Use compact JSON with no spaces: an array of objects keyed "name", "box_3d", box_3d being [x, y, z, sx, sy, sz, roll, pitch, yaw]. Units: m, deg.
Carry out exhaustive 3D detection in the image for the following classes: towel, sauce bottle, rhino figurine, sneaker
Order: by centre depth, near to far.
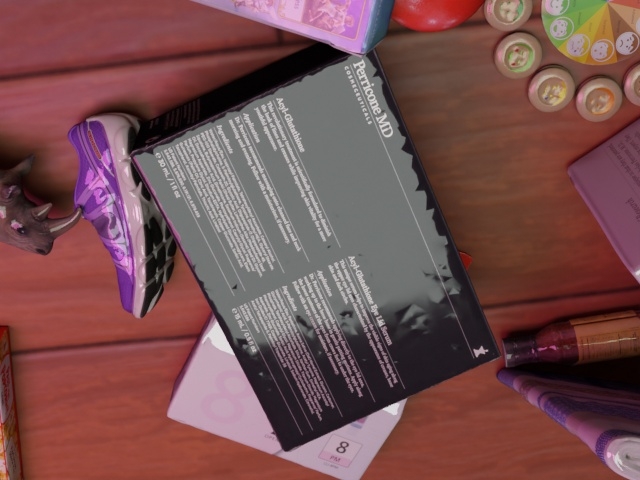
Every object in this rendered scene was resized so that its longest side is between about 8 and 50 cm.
[{"name":"towel","box_3d":[0.268,0.147,0.767,0.209,0.285,0.034,10,92,-6]},{"name":"rhino figurine","box_3d":[-0.306,-0.025,0.768,0.243,0.073,0.106,2,117,2]},{"name":"sneaker","box_3d":[-0.161,-0.020,0.795,0.071,0.068,0.170,-1,110,16]},{"name":"sauce bottle","box_3d":[0.222,0.088,0.862,0.128,0.042,0.042,-8,118,6]}]

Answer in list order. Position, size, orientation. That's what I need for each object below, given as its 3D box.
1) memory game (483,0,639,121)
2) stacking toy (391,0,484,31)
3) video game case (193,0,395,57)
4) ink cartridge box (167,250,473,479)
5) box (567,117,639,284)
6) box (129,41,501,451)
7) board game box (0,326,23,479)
[{"name":"memory game","box_3d":[0.214,-0.176,0.739,0.186,0.012,0.186,-1,117,-1]},{"name":"stacking toy","box_3d":[0.146,-0.275,0.633,0.141,0.141,0.330,32,120,-17]},{"name":"video game case","box_3d":[-0.047,-0.280,0.609,0.244,0.061,0.270,21,118,13]},{"name":"ink cartridge box","box_3d":[-0.002,0.085,0.849,0.189,0.066,0.232,23,119,-12]},{"name":"box","box_3d":[0.300,0.008,0.742,0.119,0.182,0.181,-37,113,16]},{"name":"box","box_3d":[0.000,0.000,0.751,0.184,0.103,0.261,-23,110,4]},{"name":"board game box","box_3d":[-0.350,0.166,0.888,0.146,0.045,0.194,3,118,-3]}]
